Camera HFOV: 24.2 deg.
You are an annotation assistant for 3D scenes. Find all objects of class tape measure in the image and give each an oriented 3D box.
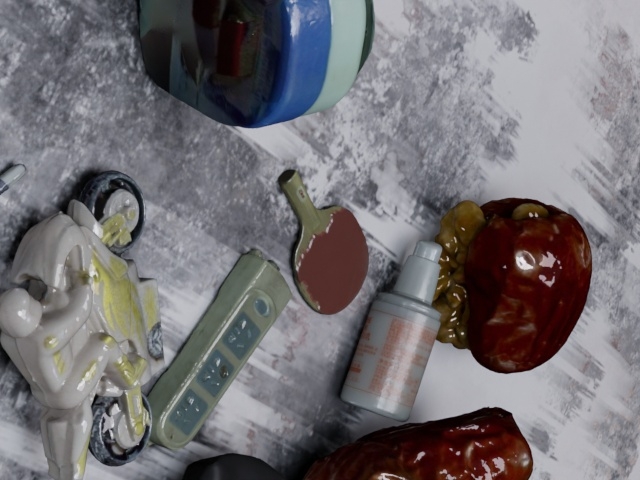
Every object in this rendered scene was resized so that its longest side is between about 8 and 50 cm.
[{"bbox_3d":[-0.065,-0.260,1.631,0.138,0.262,0.259,-25,138,-37],"label":"tape measure"}]

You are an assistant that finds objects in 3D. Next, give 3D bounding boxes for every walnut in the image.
[{"bbox_3d":[0.263,0.068,2.139,0.244,0.221,0.269,-4,115,-13],"label":"walnut"}]

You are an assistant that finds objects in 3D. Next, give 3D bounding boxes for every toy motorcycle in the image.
[{"bbox_3d":[-0.266,0.099,1.647,0.223,0.108,0.340,-14,104,-53],"label":"toy motorcycle"}]

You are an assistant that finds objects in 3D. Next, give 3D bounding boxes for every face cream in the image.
[{"bbox_3d":[0.112,0.118,2.056,0.101,0.101,0.251,25,82,-47],"label":"face cream"}]

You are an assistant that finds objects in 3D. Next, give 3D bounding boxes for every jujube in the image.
[{"bbox_3d":[0.132,0.340,2.026,0.342,0.216,0.216,-25,118,-24],"label":"jujube"}]

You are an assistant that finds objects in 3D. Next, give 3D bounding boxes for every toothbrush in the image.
[{"bbox_3d":[-0.409,0.012,1.540,0.288,0.024,0.026,-47,116,-27],"label":"toothbrush"}]

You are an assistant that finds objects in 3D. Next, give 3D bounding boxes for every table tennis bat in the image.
[{"bbox_3d":[0.000,0.000,1.968,0.131,0.022,0.234,-50,133,-25],"label":"table tennis bat"}]

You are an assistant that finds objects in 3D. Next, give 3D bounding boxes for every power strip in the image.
[{"bbox_3d":[-0.132,0.140,1.847,0.286,0.048,0.080,-55,132,-19],"label":"power strip"}]

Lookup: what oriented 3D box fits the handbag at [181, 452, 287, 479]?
[{"bbox_3d":[-0.092,0.454,1.835,0.288,0.152,0.342,30,77,-11],"label":"handbag"}]
